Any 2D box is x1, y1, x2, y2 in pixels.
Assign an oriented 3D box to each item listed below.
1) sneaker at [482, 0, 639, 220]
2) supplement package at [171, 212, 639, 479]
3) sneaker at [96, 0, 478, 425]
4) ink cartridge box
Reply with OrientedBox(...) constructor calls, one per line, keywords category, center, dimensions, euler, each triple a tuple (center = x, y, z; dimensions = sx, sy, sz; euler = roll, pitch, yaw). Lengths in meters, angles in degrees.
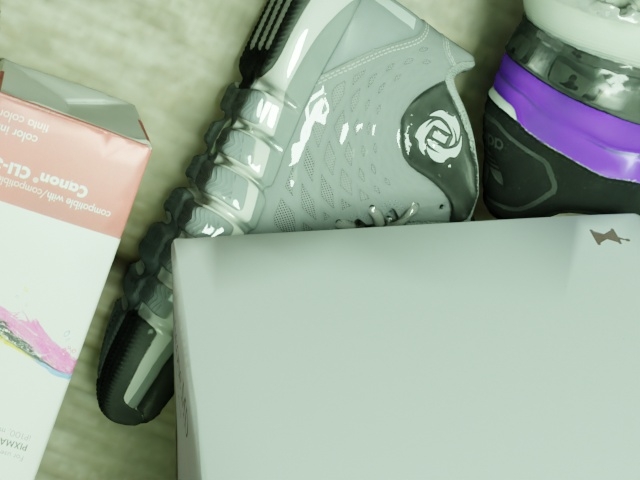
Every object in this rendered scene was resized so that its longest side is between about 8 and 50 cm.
OrientedBox(category="sneaker", center=(0.203, -0.029, 0.615), dimensions=(0.293, 0.102, 0.146), euler=(12, 114, -16))
OrientedBox(category="supplement package", center=(0.045, 0.154, 0.527), dimensions=(0.198, 0.199, 0.262), euler=(-3, 128, -10))
OrientedBox(category="sneaker", center=(0.000, 0.000, 0.585), dimensions=(0.132, 0.086, 0.228), euler=(26, 97, -18))
OrientedBox(category="ink cartridge box", center=(-0.137, 0.032, 0.549), dimensions=(0.067, 0.115, 0.198), euler=(19, 99, -16))
